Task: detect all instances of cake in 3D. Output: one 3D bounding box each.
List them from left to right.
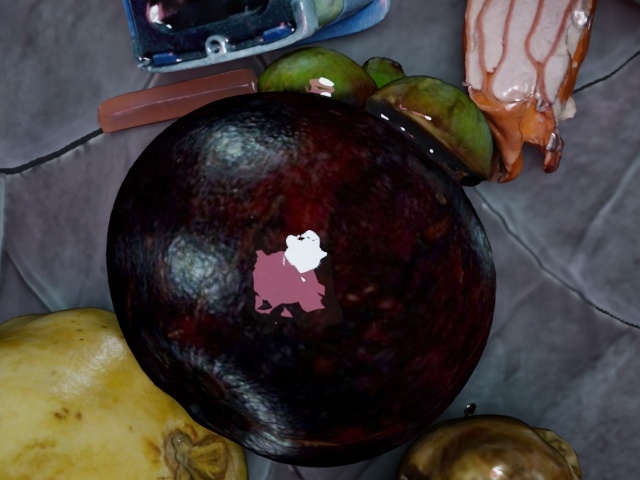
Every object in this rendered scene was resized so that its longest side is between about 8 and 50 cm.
[{"bbox_3d":[0.164,-0.183,0.717,0.098,0.135,0.287,8,96,20],"label":"cake"}]

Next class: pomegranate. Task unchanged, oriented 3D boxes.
[{"bbox_3d":[-0.222,0.225,0.781,0.332,0.332,0.332,2,104,7],"label":"pomegranate"}]

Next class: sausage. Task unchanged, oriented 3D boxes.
[{"bbox_3d":[-0.118,-0.119,0.806,0.147,0.035,0.030,-10,99,8],"label":"sausage"}]

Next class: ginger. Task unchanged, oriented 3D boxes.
[{"bbox_3d":[0.107,0.283,0.761,0.254,0.176,0.418,-29,139,-19],"label":"ginger"}]

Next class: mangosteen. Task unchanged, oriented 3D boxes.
[{"bbox_3d":[-0.004,0.014,0.712,0.300,0.300,0.300,2,104,7],"label":"mangosteen"}]

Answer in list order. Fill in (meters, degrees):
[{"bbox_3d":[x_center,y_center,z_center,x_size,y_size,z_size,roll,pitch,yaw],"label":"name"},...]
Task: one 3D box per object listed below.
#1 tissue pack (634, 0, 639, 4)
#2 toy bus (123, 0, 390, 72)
[{"bbox_3d":[0.211,-0.301,0.558,0.388,0.162,0.287,18,103,-33],"label":"tissue pack"},{"bbox_3d":[-0.070,-0.288,0.674,0.152,0.190,0.312,-7,103,25],"label":"toy bus"}]
